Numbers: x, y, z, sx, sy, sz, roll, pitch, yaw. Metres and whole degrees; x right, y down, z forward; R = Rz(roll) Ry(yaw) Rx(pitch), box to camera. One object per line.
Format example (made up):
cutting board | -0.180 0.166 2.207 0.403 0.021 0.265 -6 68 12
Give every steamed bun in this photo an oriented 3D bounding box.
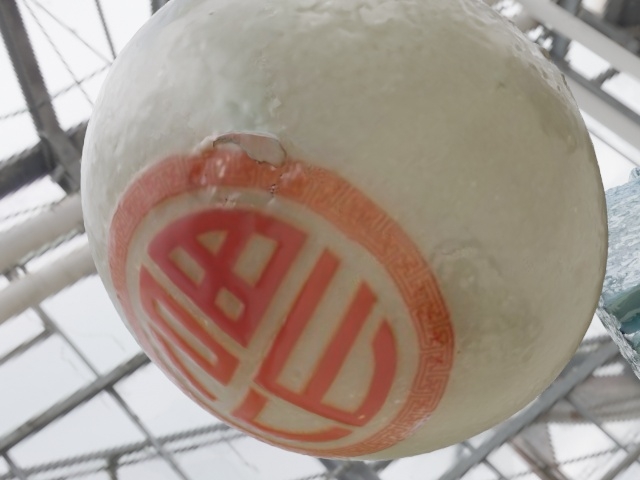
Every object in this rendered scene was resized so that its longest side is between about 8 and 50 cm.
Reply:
steamed bun | 0.000 0.000 0.575 0.177 0.283 0.283 -55 -14 -49

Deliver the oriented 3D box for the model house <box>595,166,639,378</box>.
model house | 0.430 0.018 1.099 0.329 0.295 0.251 -36 -67 10
